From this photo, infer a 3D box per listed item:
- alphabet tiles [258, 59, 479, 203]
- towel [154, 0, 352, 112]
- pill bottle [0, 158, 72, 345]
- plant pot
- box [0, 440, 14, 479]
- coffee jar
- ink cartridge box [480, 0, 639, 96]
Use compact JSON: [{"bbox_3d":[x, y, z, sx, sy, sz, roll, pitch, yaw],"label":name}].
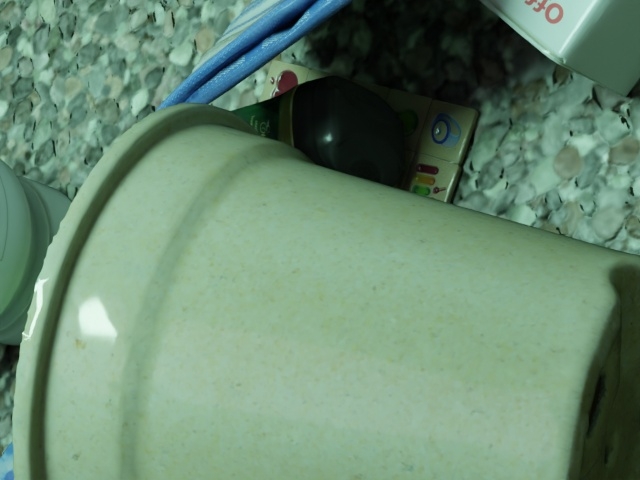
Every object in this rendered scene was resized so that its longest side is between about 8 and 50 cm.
[{"bbox_3d":[0.000,0.000,1.395,0.198,0.009,0.237,18,90,40],"label":"alphabet tiles"},{"bbox_3d":[0.002,-0.185,1.307,0.209,0.285,0.034,-34,102,29],"label":"towel"},{"bbox_3d":[-0.324,-0.008,1.479,0.160,0.283,0.160,-12,70,36],"label":"pill bottle"},{"bbox_3d":[0.039,0.098,1.149,0.306,0.334,0.333,8,83,25],"label":"plant pot"},{"bbox_3d":[-0.170,0.148,1.469,0.178,0.042,0.109,-54,51,15],"label":"box"},{"bbox_3d":[-0.035,-0.055,1.368,0.184,0.096,0.079,-16,67,36],"label":"coffee jar"},{"bbox_3d":[0.189,-0.224,1.247,0.212,0.093,0.154,-53,51,13],"label":"ink cartridge box"}]
